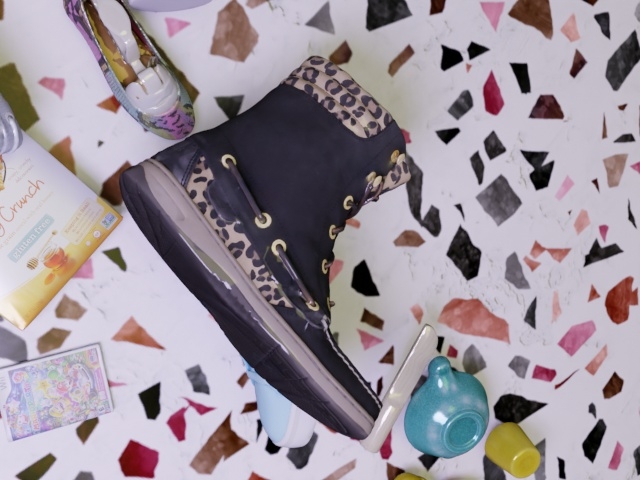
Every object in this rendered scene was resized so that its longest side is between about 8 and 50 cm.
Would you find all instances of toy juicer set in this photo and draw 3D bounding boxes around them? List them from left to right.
[{"bbox_3d":[0.157,0.276,1.045,0.209,0.089,0.329,-44,117,-2],"label":"toy juicer set"}]

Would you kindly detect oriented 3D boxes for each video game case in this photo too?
[{"bbox_3d":[-0.315,0.179,0.867,0.122,0.011,0.087,-13,98,-22],"label":"video game case"}]

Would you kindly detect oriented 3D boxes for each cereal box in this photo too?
[{"bbox_3d":[-0.368,-0.040,0.812,0.240,0.047,0.173,43,75,-20],"label":"cereal box"}]

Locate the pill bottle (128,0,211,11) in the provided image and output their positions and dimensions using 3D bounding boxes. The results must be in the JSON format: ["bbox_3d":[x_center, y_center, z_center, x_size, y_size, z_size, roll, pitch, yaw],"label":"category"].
[{"bbox_3d":[-0.185,-0.378,0.835,0.119,0.119,0.209,-10,97,-23],"label":"pill bottle"}]

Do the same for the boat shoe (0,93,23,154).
[{"bbox_3d":[-0.419,-0.213,0.731,0.320,0.118,0.103,54,29,8],"label":"boat shoe"}]

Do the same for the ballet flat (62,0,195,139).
[{"bbox_3d":[-0.219,-0.212,0.851,0.077,0.079,0.221,-37,107,-16],"label":"ballet flat"}]

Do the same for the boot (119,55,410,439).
[{"bbox_3d":[0.000,0.000,0.812,0.284,0.138,0.377,-43,96,-25],"label":"boot"}]

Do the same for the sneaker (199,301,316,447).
[{"bbox_3d":[-0.094,0.076,0.900,0.150,0.135,0.366,-5,83,-22],"label":"sneaker"}]
